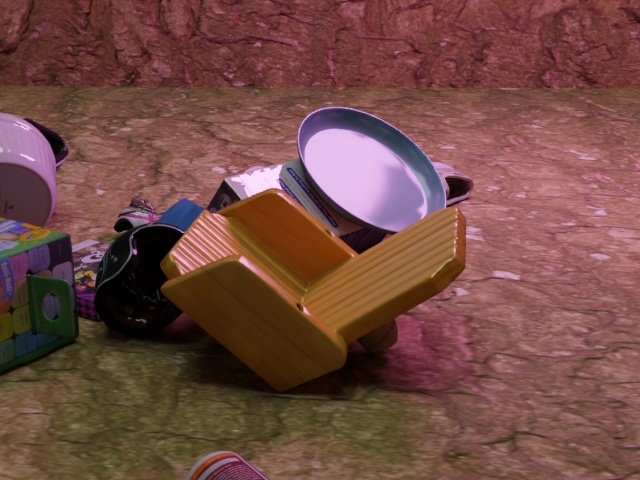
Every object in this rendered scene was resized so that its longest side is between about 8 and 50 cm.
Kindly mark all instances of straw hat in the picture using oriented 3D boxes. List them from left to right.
[{"bbox_3d":[0.084,0.135,1.574,0.144,0.061,0.144,-38,10,8],"label":"straw hat"}]

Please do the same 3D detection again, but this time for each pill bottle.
[{"bbox_3d":[-0.075,0.288,1.099,0.086,0.086,0.152,-13,22,-33],"label":"pill bottle"}]

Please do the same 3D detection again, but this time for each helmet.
[{"bbox_3d":[-0.268,0.055,1.648,0.169,0.169,0.161,5,40,13],"label":"helmet"}]

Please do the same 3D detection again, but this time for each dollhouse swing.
[{"bbox_3d":[0.000,0.000,1.553,0.315,0.305,0.347,41,20,-7],"label":"dollhouse swing"}]

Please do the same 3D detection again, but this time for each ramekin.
[{"bbox_3d":[-0.621,-0.097,1.968,0.273,0.273,0.127,-9,43,-25],"label":"ramekin"}]

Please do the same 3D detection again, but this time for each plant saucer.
[{"bbox_3d":[0.091,-0.124,1.975,0.318,0.043,0.317,19,43,-18],"label":"plant saucer"}]

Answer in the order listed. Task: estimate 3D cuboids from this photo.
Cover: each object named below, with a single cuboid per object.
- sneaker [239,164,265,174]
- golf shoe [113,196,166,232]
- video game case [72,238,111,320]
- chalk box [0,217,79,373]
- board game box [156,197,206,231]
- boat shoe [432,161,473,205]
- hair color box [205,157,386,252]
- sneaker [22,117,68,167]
[{"bbox_3d":[-0.132,-0.045,2.048,0.112,0.120,0.299,18,32,4],"label":"sneaker"},{"bbox_3d":[-0.322,-0.018,2.051,0.186,0.067,0.086,20,59,34],"label":"golf shoe"},{"bbox_3d":[-0.394,0.064,1.820,0.232,0.041,0.210,13,24,32],"label":"video game case"},{"bbox_3d":[-0.484,0.079,1.564,0.289,0.180,0.179,12,22,34],"label":"chalk box"},{"bbox_3d":[-0.255,-0.004,1.954,0.033,0.133,0.169,38,-7,-39],"label":"board game box"},{"bbox_3d":[0.231,-0.116,2.256,0.094,0.109,0.302,15,21,31],"label":"boat shoe"},{"bbox_3d":[-0.026,-0.050,1.935,0.339,0.110,0.185,-18,63,-46],"label":"hair color box"},{"bbox_3d":[-0.706,-0.152,2.086,0.447,0.169,0.257,-18,-13,-46],"label":"sneaker"}]
